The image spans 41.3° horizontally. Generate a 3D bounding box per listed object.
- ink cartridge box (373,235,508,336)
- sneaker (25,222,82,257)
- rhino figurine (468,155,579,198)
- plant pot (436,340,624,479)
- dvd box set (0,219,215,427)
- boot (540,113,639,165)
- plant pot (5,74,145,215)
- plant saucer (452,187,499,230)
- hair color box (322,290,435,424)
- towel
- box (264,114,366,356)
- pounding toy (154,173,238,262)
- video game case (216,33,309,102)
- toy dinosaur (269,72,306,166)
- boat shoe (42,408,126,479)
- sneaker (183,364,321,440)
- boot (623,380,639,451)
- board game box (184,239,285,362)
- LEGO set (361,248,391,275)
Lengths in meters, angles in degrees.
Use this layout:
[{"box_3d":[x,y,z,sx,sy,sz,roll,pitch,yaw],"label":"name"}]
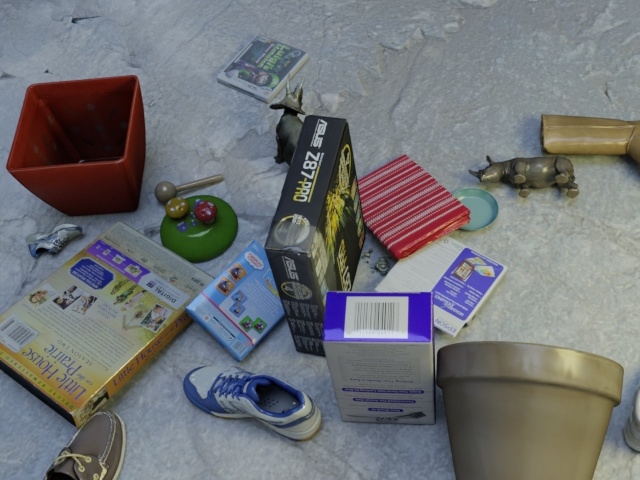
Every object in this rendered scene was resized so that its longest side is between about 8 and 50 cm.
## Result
[{"box_3d":[0.252,0.090,1.791,0.206,0.045,0.208,30,63,26],"label":"ink cartridge box"},{"box_3d":[-0.616,0.004,1.977,0.135,0.052,0.058,-20,65,3],"label":"sneaker"},{"box_3d":[0.456,-0.149,1.911,0.243,0.073,0.106,3,36,11],"label":"rhino figurine"},{"box_3d":[0.350,0.343,1.470,0.323,0.323,0.280,5,72,11],"label":"plant pot"},{"box_3d":[-0.465,0.159,1.794,0.307,0.062,0.420,28,54,24],"label":"dvd box set"},{"box_3d":[0.636,-0.207,1.908,0.269,0.089,0.236,3,32,9],"label":"boot"},{"box_3d":[-0.537,-0.199,1.988,0.267,0.236,0.267,-4,54,5],"label":"plant pot"},{"box_3d":[0.339,-0.066,1.903,0.119,0.021,0.119,-4,54,5],"label":"plant saucer"},{"box_3d":[0.116,0.219,1.541,0.185,0.339,0.110,0,54,8],"label":"hair color box"},{"box_3d":[0.184,-0.078,1.901,0.199,0.031,0.275,-29,44,-10],"label":"towel"},{"box_3d":[0.000,0.000,1.676,0.097,0.395,0.318,9,57,15],"label":"box"},{"box_3d":[-0.293,-0.074,1.943,0.183,0.110,0.237,-16,55,-3],"label":"pounding toy"},{"box_3d":[-0.152,-0.458,2.245,0.173,0.022,0.190,26,63,23],"label":"video game case"},{"box_3d":[-0.053,-0.225,1.985,0.121,0.160,0.313,-16,54,-3],"label":"toy dinosaur"},{"box_3d":[-0.469,0.459,1.604,0.116,0.097,0.324,12,58,17],"label":"boat shoe"},{"box_3d":[-0.139,0.291,1.656,0.296,0.131,0.112,12,60,17],"label":"sneaker"},{"box_3d":[0.642,0.263,1.568,0.095,0.123,0.258,22,61,21],"label":"boot"},{"box_3d":[-0.155,0.126,1.790,0.160,0.039,0.211,44,69,2],"label":"board game box"},{"box_3d":[0.126,0.046,1.853,0.083,0.023,0.054,23,61,22],"label":"LEGO set"}]
